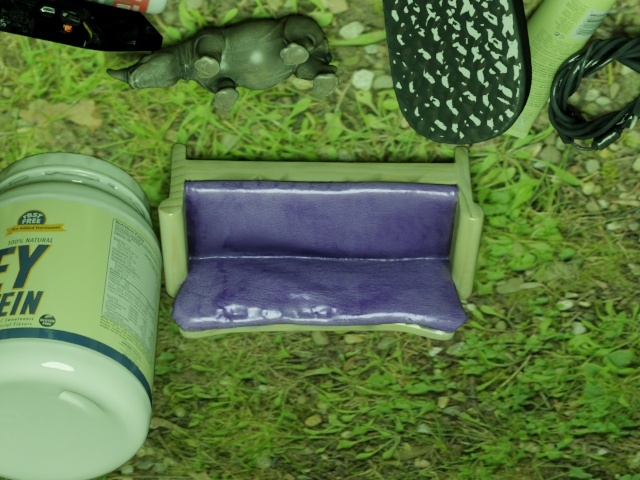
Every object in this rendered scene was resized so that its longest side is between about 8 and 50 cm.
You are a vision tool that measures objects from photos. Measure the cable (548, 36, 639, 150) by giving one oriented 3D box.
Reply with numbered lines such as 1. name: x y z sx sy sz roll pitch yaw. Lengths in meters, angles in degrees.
1. cable: 0.316 -0.160 1.541 0.150 0.047 0.184 -23 151 11

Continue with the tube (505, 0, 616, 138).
1. tube: 0.232 -0.197 1.533 0.070 0.062 0.240 45 137 12

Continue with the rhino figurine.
1. rhino figurine: -0.103 -0.186 1.498 0.243 0.106 0.073 -6 121 4

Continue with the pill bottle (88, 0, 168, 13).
1. pill bottle: -0.269 -0.311 1.314 0.283 0.161 0.161 9 136 -11

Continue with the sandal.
1. sandal: 0.117 -0.312 1.318 0.167 0.107 0.446 4 113 16

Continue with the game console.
1. game console: -0.345 -0.236 1.402 0.361 0.213 0.044 13 99 8

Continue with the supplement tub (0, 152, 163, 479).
1. supplement tub: -0.299 0.083 1.619 0.235 0.325 0.235 -1 137 -1

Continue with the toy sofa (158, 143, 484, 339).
1. toy sofa: 0.000 0.000 1.649 0.362 0.177 0.150 1 138 -1
